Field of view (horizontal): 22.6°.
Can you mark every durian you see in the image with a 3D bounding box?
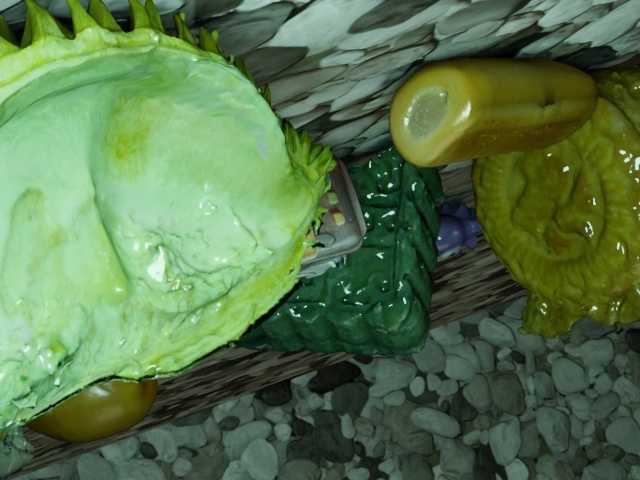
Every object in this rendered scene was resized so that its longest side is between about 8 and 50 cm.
[{"bbox_3d":[-0.129,-0.016,0.832,0.394,0.198,0.163,-11,163,-45],"label":"durian"}]

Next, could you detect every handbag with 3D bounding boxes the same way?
[{"bbox_3d":[-0.438,0.242,1.918,0.173,0.095,0.117,2,180,12],"label":"handbag"}]

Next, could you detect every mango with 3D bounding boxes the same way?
[{"bbox_3d":[-0.278,0.178,1.898,0.151,0.120,0.221,-11,174,-28],"label":"mango"}]

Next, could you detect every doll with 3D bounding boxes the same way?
[{"bbox_3d":[0.157,-0.013,1.949,0.110,0.067,0.206,-16,-175,23],"label":"doll"}]

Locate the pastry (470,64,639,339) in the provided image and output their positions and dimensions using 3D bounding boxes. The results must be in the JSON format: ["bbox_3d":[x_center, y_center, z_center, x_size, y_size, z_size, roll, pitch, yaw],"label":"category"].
[{"bbox_3d":[0.263,-0.043,1.473,0.132,0.235,0.240,-20,-179,-37],"label":"pastry"}]

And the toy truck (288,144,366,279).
[{"bbox_3d":[-0.100,-0.002,1.277,0.270,0.114,0.135,-14,173,-29],"label":"toy truck"}]

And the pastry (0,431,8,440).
[{"bbox_3d":[-0.262,0.053,1.012,0.093,0.182,0.192,-21,160,20],"label":"pastry"}]

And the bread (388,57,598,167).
[{"bbox_3d":[0.141,-0.110,1.296,0.092,0.074,0.239,-45,162,29],"label":"bread"}]

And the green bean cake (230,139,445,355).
[{"bbox_3d":[0.000,0.000,1.442,0.208,0.193,0.107,0,162,14],"label":"green bean cake"}]
